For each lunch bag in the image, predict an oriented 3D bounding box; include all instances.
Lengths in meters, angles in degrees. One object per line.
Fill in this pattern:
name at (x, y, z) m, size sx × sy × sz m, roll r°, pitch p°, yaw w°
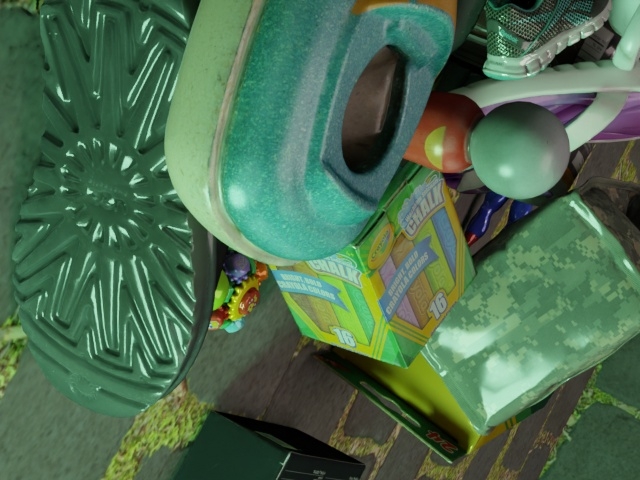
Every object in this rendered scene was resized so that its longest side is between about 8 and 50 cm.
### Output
lunch bag at (0.249, 0.053, 1.419) m, size 0.235 × 0.169 × 0.287 m, roll -39°, pitch 174°, yaw 24°

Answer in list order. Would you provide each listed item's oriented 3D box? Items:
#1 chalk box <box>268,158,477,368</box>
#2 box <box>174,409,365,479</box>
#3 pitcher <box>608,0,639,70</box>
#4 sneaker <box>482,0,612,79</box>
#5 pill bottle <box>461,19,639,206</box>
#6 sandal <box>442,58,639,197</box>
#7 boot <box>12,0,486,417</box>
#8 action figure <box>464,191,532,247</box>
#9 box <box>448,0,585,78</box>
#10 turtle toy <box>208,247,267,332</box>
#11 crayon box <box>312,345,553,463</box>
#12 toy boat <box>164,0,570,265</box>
chalk box at (0.032, -0.012, 1.225) m, size 0.132 × 0.132 × 0.213 m, roll -50°, pitch 136°, yaw -27°
box at (-0.069, 0.287, 1.412) m, size 0.184 × 0.103 × 0.261 m, roll -65°, pitch 159°, yaw -4°
pitcher at (0.334, -0.272, 1.277) m, size 0.178 × 0.125 × 0.207 m, roll -60°, pitch 170°, yaw -46°
sneaker at (0.198, -0.205, 1.177) m, size 0.166 × 0.065 × 0.076 m, roll -42°, pitch 130°, yaw -35°
pill bottle at (0.261, -0.190, 1.522) m, size 0.278 × 0.162 × 0.162 m, roll -59°, pitch 158°, yaw -8°
sandal at (0.225, -0.098, 1.336) m, size 0.416 × 0.102 × 0.169 m, roll -12°, pitch 162°, yaw -14°
boot at (-0.028, -0.112, 1.029) m, size 0.445 × 0.146 × 0.367 m, roll -41°, pitch 151°, yaw -52°
action figure at (0.253, -0.080, 1.719) m, size 0.280 × 0.091 × 0.139 m, roll -58°, pitch 166°, yaw -12°
box at (0.242, -0.350, 1.339) m, size 0.381 × 0.143 × 0.191 m, roll -64°, pitch 158°, yaw -1°
turtle toy at (-0.089, 0.037, 1.132) m, size 0.095 × 0.066 × 0.130 m, roll -65°, pitch 158°, yaw 4°
crayon box at (0.150, 0.141, 1.587) m, size 0.081 × 0.202 × 0.318 m, roll -61°, pitch 160°, yaw 18°
toy boat at (0.047, -0.099, 0.844) m, size 0.318 × 0.148 × 0.267 m, roll 23°, pitch 85°, yaw -61°
